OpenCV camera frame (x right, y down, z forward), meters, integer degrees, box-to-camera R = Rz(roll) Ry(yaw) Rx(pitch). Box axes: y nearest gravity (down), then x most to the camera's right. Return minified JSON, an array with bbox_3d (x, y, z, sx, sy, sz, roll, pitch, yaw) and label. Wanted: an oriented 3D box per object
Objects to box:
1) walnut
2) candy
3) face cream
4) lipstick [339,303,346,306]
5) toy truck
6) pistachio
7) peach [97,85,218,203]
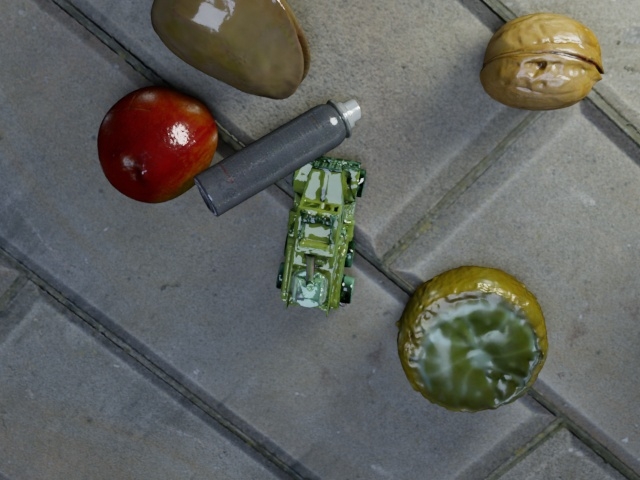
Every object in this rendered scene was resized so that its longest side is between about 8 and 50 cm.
[{"bbox_3d":[0.327,-0.262,1.556,0.180,0.144,0.144,8,117,13],"label":"walnut"},{"bbox_3d":[0.256,0.167,1.785,0.259,0.118,0.260,1,113,1],"label":"candy"},{"bbox_3d":[-0.061,-0.137,1.642,0.283,0.073,0.073,-32,111,-11],"label":"face cream"},{"bbox_3d":[0.001,0.083,1.820,0.107,0.025,0.025,35,114,-10],"label":"lipstick"},{"bbox_3d":[0.001,-0.004,1.708,0.128,0.135,0.260,10,105,4],"label":"toy truck"},{"bbox_3d":[-0.125,-0.322,1.568,0.260,0.163,0.213,28,149,-9],"label":"pistachio"},{"bbox_3d":[-0.258,-0.147,1.648,0.197,0.197,0.197,3,116,6],"label":"peach"}]
